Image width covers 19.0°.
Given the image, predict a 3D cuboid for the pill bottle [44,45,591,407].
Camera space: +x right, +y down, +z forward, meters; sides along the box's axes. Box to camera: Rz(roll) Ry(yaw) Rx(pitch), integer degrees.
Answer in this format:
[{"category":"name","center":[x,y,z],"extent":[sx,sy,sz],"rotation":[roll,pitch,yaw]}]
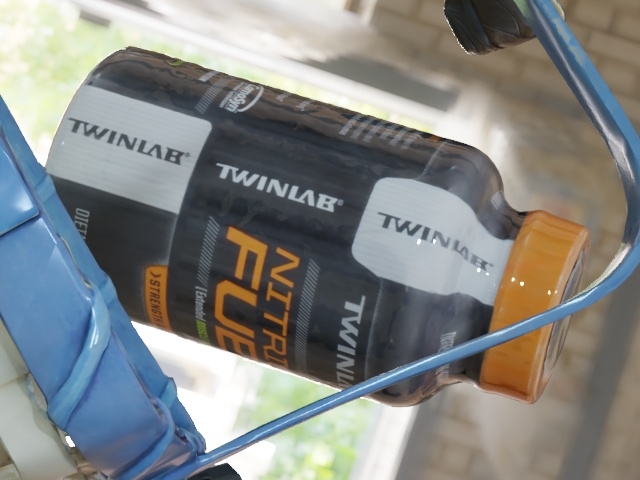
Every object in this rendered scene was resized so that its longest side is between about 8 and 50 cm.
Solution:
[{"category":"pill bottle","center":[0.000,0.000,0.903],"extent":[0.246,0.130,0.130],"rotation":[17,-1,14]}]

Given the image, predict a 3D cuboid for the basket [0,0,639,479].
[{"category":"basket","center":[-0.089,-0.047,0.496],"extent":[0.289,0.254,0.201],"rotation":[-26,-5,0]}]

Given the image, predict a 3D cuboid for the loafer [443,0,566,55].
[{"category":"loafer","center":[0.090,-0.175,1.104],"extent":[0.061,0.062,0.170],"rotation":[-5,-32,26]}]

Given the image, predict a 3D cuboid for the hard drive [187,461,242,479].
[{"category":"hard drive","center":[-0.094,0.153,0.790],"extent":[0.135,0.094,0.022],"rotation":[-12,20,-21]}]
